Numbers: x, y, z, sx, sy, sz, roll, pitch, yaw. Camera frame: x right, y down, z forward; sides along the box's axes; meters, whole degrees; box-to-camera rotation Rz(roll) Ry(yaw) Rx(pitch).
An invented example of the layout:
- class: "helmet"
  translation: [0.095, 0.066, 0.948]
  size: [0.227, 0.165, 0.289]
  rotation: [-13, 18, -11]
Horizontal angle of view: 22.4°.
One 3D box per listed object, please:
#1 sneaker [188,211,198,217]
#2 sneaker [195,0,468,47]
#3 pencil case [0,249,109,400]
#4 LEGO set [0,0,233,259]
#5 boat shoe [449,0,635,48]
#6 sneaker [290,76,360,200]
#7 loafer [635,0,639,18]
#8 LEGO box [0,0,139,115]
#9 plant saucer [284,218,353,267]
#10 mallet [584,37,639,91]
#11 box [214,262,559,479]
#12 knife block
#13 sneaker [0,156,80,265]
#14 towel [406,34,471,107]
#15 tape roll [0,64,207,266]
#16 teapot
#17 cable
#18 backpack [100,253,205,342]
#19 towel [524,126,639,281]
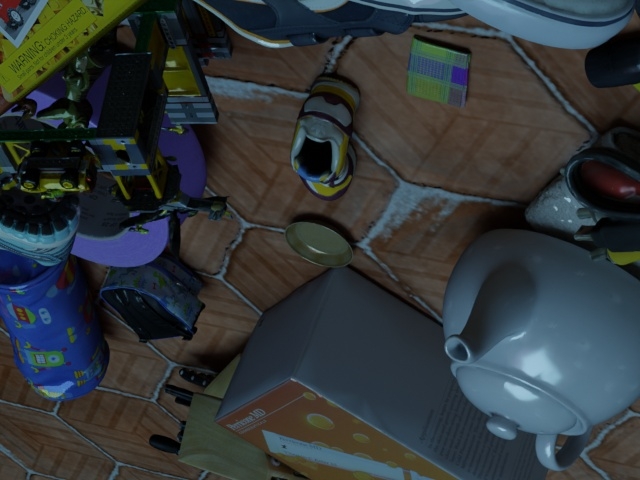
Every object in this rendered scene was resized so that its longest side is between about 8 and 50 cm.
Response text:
- class: "sneaker"
  translation: [-0.178, -0.045, 1.871]
  size: [0.083, 0.031, 0.035]
  rotation: [18, 149, 9]
- class: "sneaker"
  translation: [0.008, -0.232, 1.374]
  size: [0.321, 0.126, 0.127]
  rotation: [19, 147, 23]
- class: "pencil case"
  translation: [-0.364, 0.090, 2.113]
  size: [0.133, 0.119, 0.306]
  rotation: [-6, 144, 2]
- class: "LEGO set"
  translation: [-0.209, -0.130, 1.522]
  size: [0.255, 0.331, 0.192]
  rotation: [-7, 144, 9]
- class: "boat shoe"
  translation: [0.106, -0.298, 1.208]
  size: [0.367, 0.136, 0.156]
  rotation: [38, 142, 0]
- class: "sneaker"
  translation: [-0.003, -0.083, 1.645]
  size: [0.069, 0.084, 0.185]
  rotation: [17, 148, 11]
- class: "loafer"
  translation: [0.334, -0.169, 1.311]
  size: [0.302, 0.095, 0.109]
  rotation: [53, 168, -34]
- class: "LEGO box"
  translation: [-0.204, -0.352, 1.166]
  size: [0.372, 0.193, 0.500]
  rotation: [51, 143, -9]
- class: "plant saucer"
  translation: [0.000, 0.000, 1.838]
  size: [0.083, 0.015, 0.083]
  rotation: [16, 148, 11]
- class: "mallet"
  translation: [0.315, -0.116, 1.437]
  size: [0.189, 0.039, 0.062]
  rotation: [36, 150, -28]
- class: "box"
  translation: [0.085, 0.209, 1.956]
  size: [0.345, 0.168, 0.215]
  rotation: [33, 148, -15]
- class: "knife block"
  translation: [-0.125, 0.276, 2.128]
  size: [0.088, 0.276, 0.242]
  rotation: [17, 128, -35]
- class: "sneaker"
  translation: [-0.390, -0.048, 1.750]
  size: [0.283, 0.110, 0.122]
  rotation: [27, 151, 11]
- class: "towel"
  translation: [0.111, -0.158, 1.527]
  size: [0.060, 0.009, 0.083]
  rotation: [17, 148, 12]
- class: "tape roll"
  translation: [-0.262, -0.096, 1.756]
  size: [0.275, 0.090, 0.275]
  rotation: [22, 146, 16]
- class: "teapot"
  translation: [0.225, 0.120, 1.665]
  size: [0.256, 0.187, 0.252]
  rotation: [29, 165, -9]
- class: "cable"
  translation: [0.330, -0.034, 1.422]
  size: [0.287, 0.072, 0.139]
  rotation: [-2, 124, 41]
- class: "backpack"
  translation: [-0.210, 0.064, 2.008]
  size: [0.105, 0.084, 0.114]
  rotation: [-6, 143, 39]
- class: "towel"
  translation: [0.354, 0.004, 1.579]
  size: [0.282, 0.049, 0.187]
  rotation: [28, 148, -8]
